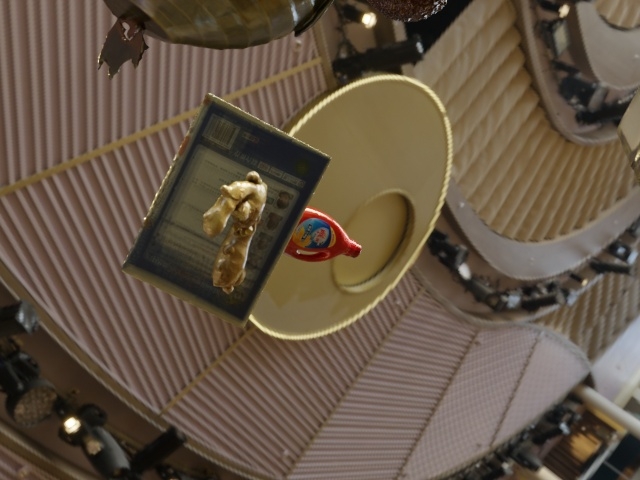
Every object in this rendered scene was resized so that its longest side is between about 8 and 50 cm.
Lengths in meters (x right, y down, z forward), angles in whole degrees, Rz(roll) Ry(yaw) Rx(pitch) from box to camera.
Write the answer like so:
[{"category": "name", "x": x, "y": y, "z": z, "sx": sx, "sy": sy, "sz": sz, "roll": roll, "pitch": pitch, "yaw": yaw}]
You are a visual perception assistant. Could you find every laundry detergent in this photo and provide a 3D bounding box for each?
[{"category": "laundry detergent", "x": 0.000, "y": 0.000, "z": 1.317, "sx": 0.165, "sy": 0.049, "sz": 0.097, "roll": 23, "pitch": -73, "yaw": -30}]

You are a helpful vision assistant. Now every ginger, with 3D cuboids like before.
[{"category": "ginger", "x": -0.123, "y": -0.011, "z": 1.105, "sx": 0.176, "sy": 0.052, "sz": 0.193, "roll": -58, "pitch": -16, "yaw": -5}]

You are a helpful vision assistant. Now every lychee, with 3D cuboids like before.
[{"category": "lychee", "x": 0.157, "y": -0.485, "z": 1.307, "sx": 0.188, "sy": 0.188, "sz": 0.188, "roll": -27, "pitch": -45, "yaw": -31}]

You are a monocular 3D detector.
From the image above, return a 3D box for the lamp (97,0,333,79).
[{"category": "lamp", "x": -0.095, "y": -0.250, "z": 0.568, "sx": 0.284, "sy": 0.250, "sz": 0.250, "roll": -57, "pitch": -37, "yaw": -2}]

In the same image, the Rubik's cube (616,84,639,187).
[{"category": "Rubik's cube", "x": 0.407, "y": -0.099, "z": 0.453, "sx": 0.301, "sy": 0.305, "sz": 0.304, "roll": -63, "pitch": -6, "yaw": -60}]

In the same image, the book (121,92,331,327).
[{"category": "book", "x": -0.152, "y": -0.043, "z": 1.194, "sx": 0.228, "sy": 0.018, "sz": 0.323, "roll": 28, "pitch": -83, "yaw": -9}]
